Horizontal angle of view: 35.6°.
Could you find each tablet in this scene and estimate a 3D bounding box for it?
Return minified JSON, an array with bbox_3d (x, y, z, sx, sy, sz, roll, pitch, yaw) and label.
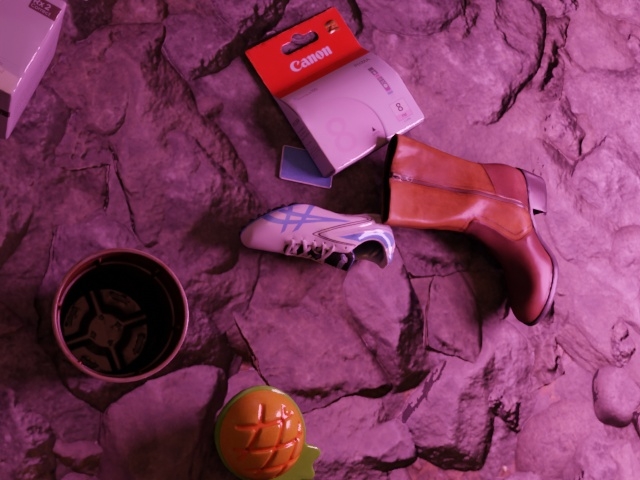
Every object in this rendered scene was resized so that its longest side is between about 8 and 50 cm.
[{"bbox_3d":[-0.020,-0.112,1.515,0.083,0.006,0.054,11,75,-16],"label":"tablet"}]

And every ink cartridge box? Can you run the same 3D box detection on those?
[{"bbox_3d":[0.024,-0.236,1.530,0.189,0.066,0.232,-32,93,-25],"label":"ink cartridge box"}]

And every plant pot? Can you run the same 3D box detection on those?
[{"bbox_3d":[-0.269,0.108,1.293,0.167,0.165,0.167,5,76,-18],"label":"plant pot"}]

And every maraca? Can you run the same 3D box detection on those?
[{"bbox_3d":[-0.072,0.279,1.364,0.127,0.099,0.185,-38,117,-12],"label":"maraca"}]

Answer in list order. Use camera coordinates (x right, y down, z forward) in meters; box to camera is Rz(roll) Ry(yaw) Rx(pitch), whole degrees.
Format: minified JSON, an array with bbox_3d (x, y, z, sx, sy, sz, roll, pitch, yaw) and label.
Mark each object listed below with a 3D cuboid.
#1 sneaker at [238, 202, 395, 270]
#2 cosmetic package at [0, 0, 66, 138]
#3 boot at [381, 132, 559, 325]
[{"bbox_3d":[0.000,0.000,1.451,0.237,0.085,0.086,2,55,-20],"label":"sneaker"},{"bbox_3d":[-0.440,-0.253,1.304,0.151,0.184,0.151,27,71,-11],"label":"cosmetic package"},{"bbox_3d":[0.224,-0.015,1.507,0.280,0.096,0.264,11,73,-26],"label":"boot"}]
